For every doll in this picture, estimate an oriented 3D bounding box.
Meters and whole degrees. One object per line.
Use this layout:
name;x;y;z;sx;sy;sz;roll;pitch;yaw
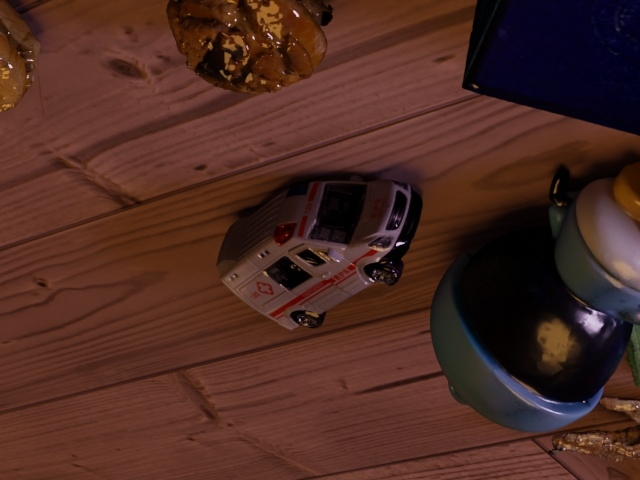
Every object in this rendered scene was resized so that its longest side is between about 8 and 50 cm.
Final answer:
doll;0.203;0.057;1.607;0.177;0.141;0.314;54;133;11

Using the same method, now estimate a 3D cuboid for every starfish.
starfish;0.375;0.206;1.845;0.302;0.060;0.299;19;153;-20

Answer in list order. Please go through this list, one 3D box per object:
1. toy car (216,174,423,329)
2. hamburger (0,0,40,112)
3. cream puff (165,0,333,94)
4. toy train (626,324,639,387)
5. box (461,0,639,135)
toy car;0.000;0.000;1.642;0.108;0.089;0.209;33;146;-19
hamburger;-0.308;-0.159;1.515;0.138;0.083;0.147;-14;140;30
cream puff;-0.057;-0.163;1.406;0.119;0.104;0.133;24;147;-28
toy train;0.323;0.092;1.687;0.099;0.070;0.172;9;149;22
box;0.265;-0.177;1.259;0.279;0.116;0.261;14;147;-4
